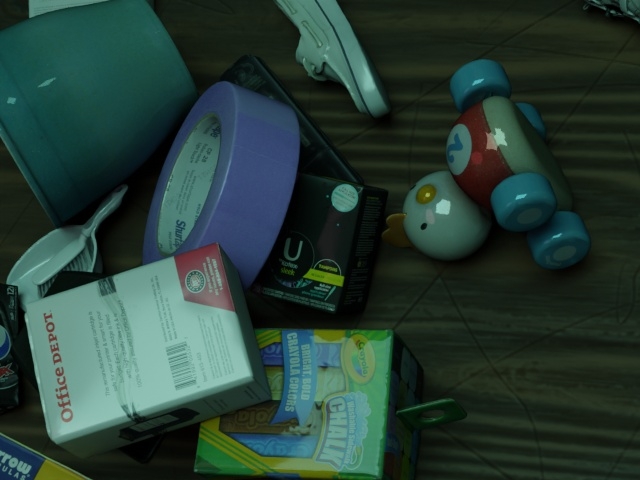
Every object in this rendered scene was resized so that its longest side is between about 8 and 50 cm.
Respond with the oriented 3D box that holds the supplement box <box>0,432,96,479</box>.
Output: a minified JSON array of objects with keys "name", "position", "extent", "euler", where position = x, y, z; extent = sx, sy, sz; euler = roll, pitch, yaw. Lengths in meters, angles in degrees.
[{"name":"supplement box","position":[-0.377,0.434,1.759],"extent":[0.195,0.194,0.356],"euler":[22,77,23]}]

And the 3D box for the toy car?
[{"name":"toy car","position":[0.171,-0.053,1.804],"extent":[0.238,0.210,0.219],"euler":[-29,53,17]}]

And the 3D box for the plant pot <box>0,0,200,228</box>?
[{"name":"plant pot","position":[-0.308,-0.194,1.960],"extent":[0.255,0.271,0.271],"euler":[-30,64,-7]}]

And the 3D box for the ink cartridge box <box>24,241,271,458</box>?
[{"name":"ink cartridge box","position":[-0.196,0.127,1.676],"extent":[0.237,0.100,0.171],"euler":[-18,67,4]}]

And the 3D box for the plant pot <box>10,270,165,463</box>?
[{"name":"plant pot","position":[-0.274,0.142,1.860],"extent":[0.167,0.188,0.187],"euler":[25,78,32]}]

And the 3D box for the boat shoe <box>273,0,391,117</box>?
[{"name":"boat shoe","position":[0.009,-0.257,1.978],"extent":[0.088,0.096,0.267],"euler":[-31,63,7]}]

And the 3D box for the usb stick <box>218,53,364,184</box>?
[{"name":"usb stick","position":[-0.040,-0.138,1.972],"extent":[0.077,0.045,0.278],"euler":[-42,64,7]}]

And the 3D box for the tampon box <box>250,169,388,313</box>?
[{"name":"tampon box","position":[0.000,0.000,1.847],"extent":[0.121,0.101,0.161],"euler":[13,94,21]}]

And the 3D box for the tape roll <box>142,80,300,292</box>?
[{"name":"tape roll","position":[-0.127,-0.056,1.844],"extent":[0.090,0.275,0.274],"euler":[20,71,-21]}]

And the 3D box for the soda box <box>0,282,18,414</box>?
[{"name":"soda box","position":[-0.435,0.142,1.955],"extent":[0.060,0.053,0.168],"euler":[-30,58,47]}]

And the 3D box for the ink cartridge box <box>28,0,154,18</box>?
[{"name":"ink cartridge box","position":[-0.328,-0.295,2.124],"extent":[0.181,0.056,0.224],"euler":[-4,87,14]}]

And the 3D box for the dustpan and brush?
[{"name":"dustpan and brush","position":[-0.325,0.012,1.976],"extent":[0.211,0.060,0.147],"euler":[-45,48,-14]}]

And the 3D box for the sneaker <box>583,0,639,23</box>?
[{"name":"sneaker","position":[0.396,-0.327,1.910],"extent":[0.115,0.105,0.281],"euler":[-48,63,28]}]

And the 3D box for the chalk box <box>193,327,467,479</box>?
[{"name":"chalk box","position":[0.022,0.212,1.742],"extent":[0.289,0.180,0.179],"euler":[0,69,17]}]
